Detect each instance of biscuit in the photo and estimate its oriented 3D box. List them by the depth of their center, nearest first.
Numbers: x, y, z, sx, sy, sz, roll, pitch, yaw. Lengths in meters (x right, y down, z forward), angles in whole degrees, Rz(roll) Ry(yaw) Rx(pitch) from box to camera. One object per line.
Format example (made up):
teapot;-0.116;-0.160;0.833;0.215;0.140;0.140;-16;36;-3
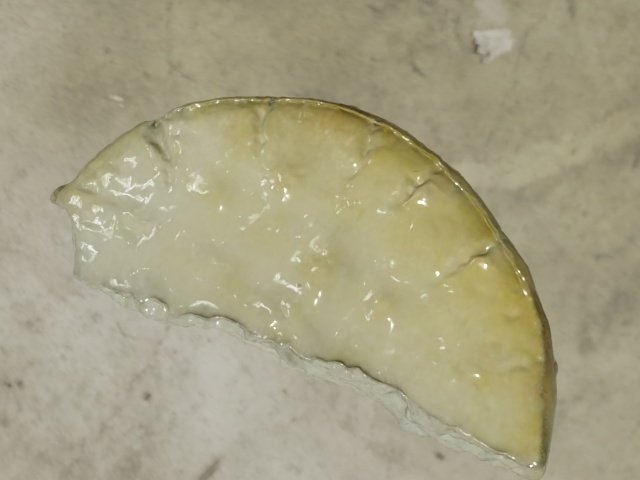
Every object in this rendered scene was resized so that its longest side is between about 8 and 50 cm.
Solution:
biscuit;0.000;0.000;0.690;0.141;0.290;0.038;-65;165;-8
